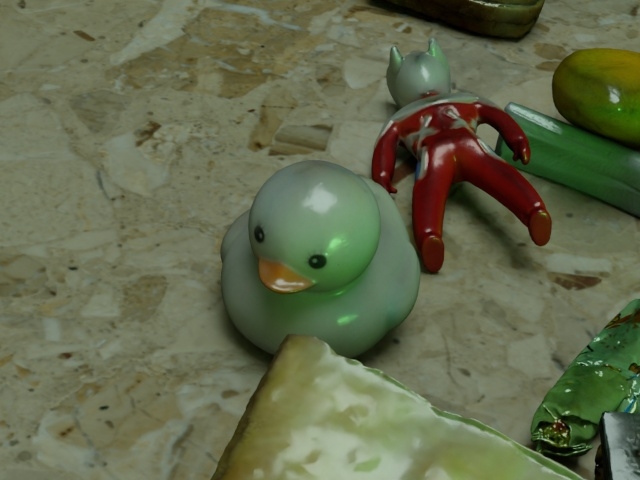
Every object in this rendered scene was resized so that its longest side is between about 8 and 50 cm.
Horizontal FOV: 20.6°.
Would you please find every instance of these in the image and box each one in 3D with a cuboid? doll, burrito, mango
[{"bbox_3d":[0.000,0.000,1.787,0.221,0.221,0.251,23,37,16],"label":"doll"},{"bbox_3d":[0.304,0.149,1.797,0.104,0.054,0.288,29,38,20],"label":"burrito"},{"bbox_3d":[0.367,-0.171,2.134,0.176,0.119,0.317,25,13,17],"label":"mango"},{"bbox_3d":[0.147,-0.112,2.077,0.188,0.099,0.384,-12,41,-2],"label":"doll"}]

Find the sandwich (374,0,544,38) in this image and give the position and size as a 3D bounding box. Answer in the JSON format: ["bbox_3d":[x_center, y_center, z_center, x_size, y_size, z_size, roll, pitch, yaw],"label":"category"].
[{"bbox_3d":[0.211,-0.395,2.485,0.249,0.095,0.273,20,35,6],"label":"sandwich"}]

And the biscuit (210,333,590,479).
[{"bbox_3d":[0.083,0.322,1.407,0.429,0.104,0.446,22,53,7],"label":"biscuit"}]

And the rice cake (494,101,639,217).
[{"bbox_3d":[0.318,-0.096,2.111,0.221,0.080,0.042,24,40,17],"label":"rice cake"}]

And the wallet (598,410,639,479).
[{"bbox_3d":[0.332,0.296,1.531,0.169,0.044,0.317,8,54,-8],"label":"wallet"}]

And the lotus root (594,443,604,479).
[{"bbox_3d":[0.343,0.243,1.650,0.190,0.094,0.108,39,85,17],"label":"lotus root"}]
